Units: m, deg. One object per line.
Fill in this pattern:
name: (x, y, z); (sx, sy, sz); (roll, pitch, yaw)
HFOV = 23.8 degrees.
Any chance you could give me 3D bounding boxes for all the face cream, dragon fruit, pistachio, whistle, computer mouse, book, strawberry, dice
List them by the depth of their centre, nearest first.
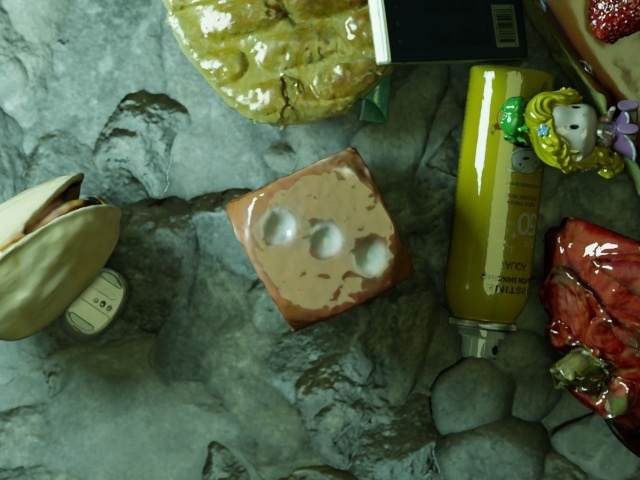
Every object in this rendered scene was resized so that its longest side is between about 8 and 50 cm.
strawberry: (0.339, -0.263, 1.693); (0.083, 0.083, 0.096); (33, 99, -2)
dragon fruit: (0.364, 0.111, 1.758); (0.317, 0.152, 0.205); (25, 90, 19)
book: (0.146, -0.300, 1.764); (0.025, 0.269, 0.190); (-7, 92, 43)
pistachio: (-0.342, 0.016, 1.783); (0.229, 0.157, 0.157); (-42, 92, -10)
dice: (0.000, 0.000, 1.785); (0.174, 0.175, 0.179); (-25, 96, -1)
face cream: (0.209, -0.031, 1.823); (0.105, 0.105, 0.348); (7, 91, -2)
computer mouse: (-0.274, 0.078, 1.846); (0.066, 0.039, 0.096); (35, 83, -3)
whistle: (0.074, -0.236, 1.847); (0.039, 0.039, 0.186); (7, 91, -2)

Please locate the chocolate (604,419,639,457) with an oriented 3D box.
chocolate: (0.412, 0.208, 1.847); (0.125, 0.080, 0.148); (3, 93, -2)

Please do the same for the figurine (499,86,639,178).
figurine: (0.283, -0.114, 1.739); (0.156, 0.115, 0.094); (3, 50, 8)

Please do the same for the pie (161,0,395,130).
pie: (-0.029, -0.304, 1.803); (0.339, 0.083, 0.339); (0, 90, 10)

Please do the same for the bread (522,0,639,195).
bread: (0.451, -0.250, 1.806); (0.333, 0.143, 0.323); (-36, 93, -1)
